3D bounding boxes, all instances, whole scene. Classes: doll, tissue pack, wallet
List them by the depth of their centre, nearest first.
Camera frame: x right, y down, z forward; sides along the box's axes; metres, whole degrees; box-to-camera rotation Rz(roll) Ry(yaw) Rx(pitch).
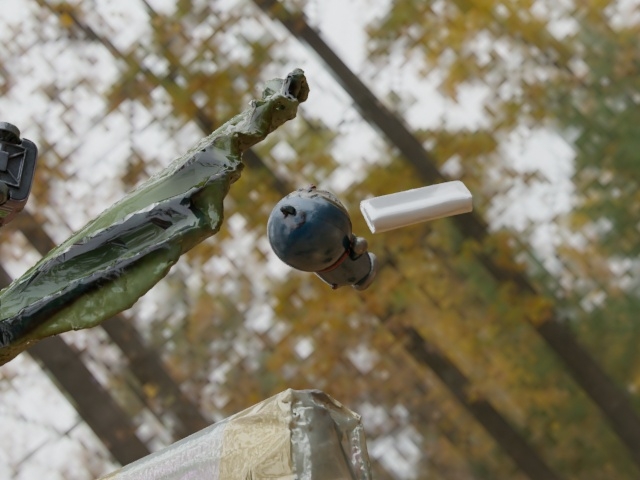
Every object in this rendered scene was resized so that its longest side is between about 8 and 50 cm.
[{"bbox_3d":[-0.066,0.208,1.200,0.090,0.186,0.222,26,-39,-35],"label":"tissue pack"},{"bbox_3d":[0.000,0.000,1.960,0.152,0.114,0.085,42,-121,-46],"label":"doll"},{"bbox_3d":[0.111,-0.041,2.182,0.122,0.061,0.025,-13,-60,-8],"label":"wallet"}]

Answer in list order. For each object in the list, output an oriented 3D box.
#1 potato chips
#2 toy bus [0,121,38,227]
[{"bbox_3d":[-0.173,0.004,1.615,0.429,0.070,0.358,-35,7,29],"label":"potato chips"},{"bbox_3d":[-0.370,-0.073,1.830,0.098,0.178,0.087,126,155,-51],"label":"toy bus"}]
